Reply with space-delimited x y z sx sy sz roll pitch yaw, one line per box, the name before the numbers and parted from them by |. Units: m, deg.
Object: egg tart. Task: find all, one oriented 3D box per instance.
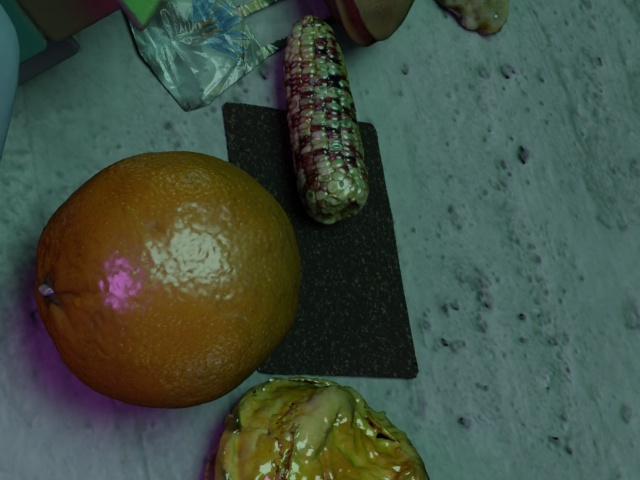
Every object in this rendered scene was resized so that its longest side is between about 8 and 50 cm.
egg tart | 0.023 0.258 1.577 0.297 0.132 0.297 21 52 -29

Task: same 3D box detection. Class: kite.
kite | -0.094 -0.255 1.816 0.310 0.015 0.169 -20 82 -39

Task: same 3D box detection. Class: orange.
orange | -0.152 0.038 1.488 0.264 0.264 0.264 16 60 -29

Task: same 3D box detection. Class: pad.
pad | 0.000 0.000 1.759 0.220 0.004 0.330 6 64 -32

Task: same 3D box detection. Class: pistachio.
pistachio | 0.055 -0.365 1.862 0.213 0.163 0.260 47 36 -33

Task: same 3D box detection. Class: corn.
corn | 0.001 -0.141 1.772 0.086 0.086 0.253 6 63 -33

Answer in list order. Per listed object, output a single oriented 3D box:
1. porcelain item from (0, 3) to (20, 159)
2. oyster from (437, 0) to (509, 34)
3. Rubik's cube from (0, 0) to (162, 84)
porcelain item | -0.385 -0.122 1.306 0.243 0.178 0.405 11 100 -6
oyster | 0.184 -0.450 2.039 0.166 0.110 0.341 7 77 -26
Rubik's cube | -0.289 -0.361 1.527 0.387 0.358 0.368 61 14 -4
